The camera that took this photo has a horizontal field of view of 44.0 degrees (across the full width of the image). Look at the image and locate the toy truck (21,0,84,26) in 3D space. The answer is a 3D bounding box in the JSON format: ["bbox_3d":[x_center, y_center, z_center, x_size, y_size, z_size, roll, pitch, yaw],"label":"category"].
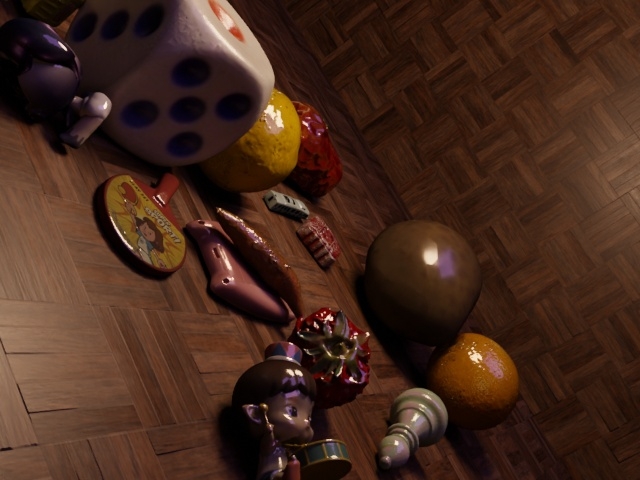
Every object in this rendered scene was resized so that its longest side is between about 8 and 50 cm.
[{"bbox_3d":[-0.562,-0.503,1.460,0.272,0.124,0.157,31,29,-55],"label":"toy truck"}]

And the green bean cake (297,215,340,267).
[{"bbox_3d":[0.000,0.000,2.185,0.136,0.056,0.135,54,18,-5],"label":"green bean cake"}]

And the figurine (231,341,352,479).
[{"bbox_3d":[-0.057,0.287,1.284,0.161,0.158,0.275,48,16,-55],"label":"figurine"}]

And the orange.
[{"bbox_3d":[0.431,0.401,2.255,0.274,0.274,0.274,49,18,-21],"label":"orange"}]

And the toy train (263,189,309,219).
[{"bbox_3d":[-0.084,-0.093,2.147,0.043,0.047,0.207,60,18,21],"label":"toy train"}]

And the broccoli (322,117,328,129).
[{"bbox_3d":[-0.111,-0.399,2.547,0.304,0.165,0.145,47,22,11],"label":"broccoli"}]

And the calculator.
[{"bbox_3d":[-0.147,0.066,1.661,0.329,0.048,0.220,32,27,-59],"label":"calculator"}]

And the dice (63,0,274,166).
[{"bbox_3d":[-0.299,-0.347,1.576,0.304,0.304,0.277,32,27,-54],"label":"dice"}]

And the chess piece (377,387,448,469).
[{"bbox_3d":[0.186,0.441,1.778,0.139,0.139,0.271,56,28,4],"label":"chess piece"}]

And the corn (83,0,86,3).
[{"bbox_3d":[-0.482,-0.539,1.807,0.305,0.106,0.106,59,16,-2],"label":"corn"}]

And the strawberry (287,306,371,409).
[{"bbox_3d":[0.009,0.243,1.569,0.187,0.184,0.201,39,-24,9],"label":"strawberry"}]

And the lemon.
[{"bbox_3d":[-0.166,-0.237,1.826,0.258,0.258,0.310,55,23,-2],"label":"lemon"}]

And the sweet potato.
[{"bbox_3d":[-0.112,0.037,1.609,0.314,0.072,0.066,53,26,-30],"label":"sweet potato"}]

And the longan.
[{"bbox_3d":[0.297,0.118,2.295,0.404,0.336,0.404,51,21,-28],"label":"longan"}]

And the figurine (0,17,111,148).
[{"bbox_3d":[-0.447,-0.268,1.316,0.222,0.145,0.145,46,19,-34],"label":"figurine"}]

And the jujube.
[{"bbox_3d":[-0.046,-0.260,2.349,0.342,0.216,0.216,54,11,-52],"label":"jujube"}]

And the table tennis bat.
[{"bbox_3d":[-0.313,-0.046,1.441,0.200,0.038,0.310,50,20,-19],"label":"table tennis bat"}]
